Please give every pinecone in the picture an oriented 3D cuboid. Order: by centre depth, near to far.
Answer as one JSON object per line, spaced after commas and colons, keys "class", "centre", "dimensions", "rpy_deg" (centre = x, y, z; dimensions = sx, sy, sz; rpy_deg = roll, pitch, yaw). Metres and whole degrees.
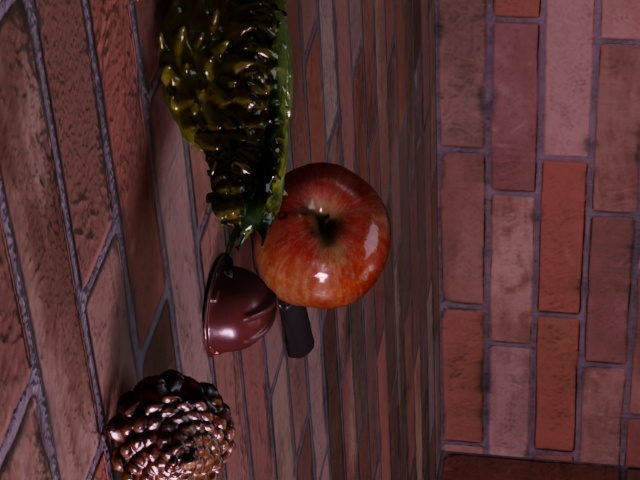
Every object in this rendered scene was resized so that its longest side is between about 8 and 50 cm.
{"class": "pinecone", "centre": [-0.113, 0.149, 1.407], "dimensions": [0.109, 0.102, 0.102], "rpy_deg": [109, -15, -86]}

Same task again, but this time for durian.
{"class": "durian", "centre": [-0.072, -0.138, 1.481], "dimensions": [0.132, 0.106, 0.375], "rpy_deg": [76, 19, -69]}

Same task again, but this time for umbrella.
{"class": "umbrella", "centre": [-0.029, 0.090, 2.072], "dimensions": [0.133, 0.031, 0.036], "rpy_deg": [79, 15, -53]}

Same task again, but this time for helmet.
{"class": "helmet", "centre": [-0.070, 0.061, 1.727], "dimensions": [0.111, 0.057, 0.089], "rpy_deg": [-72, 161, -55]}

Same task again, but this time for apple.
{"class": "apple", "centre": [0.000, 0.000, 1.891], "dimensions": [0.131, 0.146, 0.146], "rpy_deg": [96, 2, -70]}
